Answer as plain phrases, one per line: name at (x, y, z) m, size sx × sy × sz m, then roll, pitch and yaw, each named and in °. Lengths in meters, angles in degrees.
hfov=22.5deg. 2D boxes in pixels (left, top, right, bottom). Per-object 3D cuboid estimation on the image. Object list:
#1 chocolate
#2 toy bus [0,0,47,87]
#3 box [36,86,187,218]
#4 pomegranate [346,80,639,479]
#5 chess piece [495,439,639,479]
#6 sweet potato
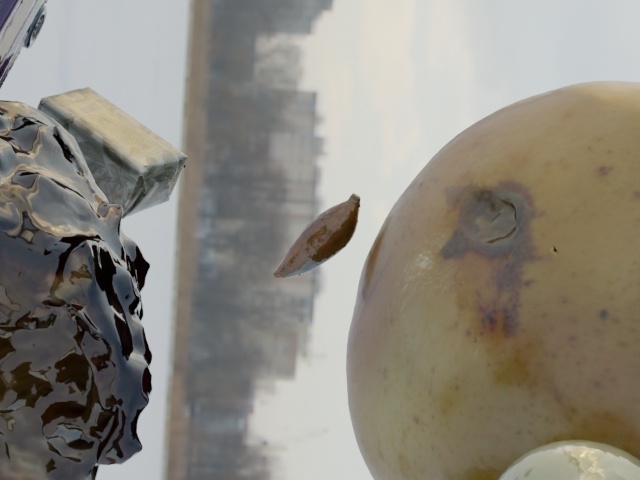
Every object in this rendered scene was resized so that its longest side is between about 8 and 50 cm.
chocolate at (-0.159, 0.056, 0.782) m, size 0.177 × 0.206 × 0.224 m, roll 30°, pitch -42°, yaw 47°
toy bus at (-0.224, -0.116, 0.953) m, size 0.098 × 0.087 × 0.178 m, roll 118°, pitch -4°, yaw -67°
box at (-0.145, -0.061, 1.088) m, size 0.062 × 0.098 × 0.045 m, roll -24°, pitch 146°, yaw -56°
pomegranate at (0.231, 0.086, 1.210) m, size 0.416 × 0.417 × 0.416 m, roll -177°, pitch -90°, yaw -85°
chess piece at (0.109, 0.228, 0.969) m, size 0.299 × 0.167 × 0.167 m, roll 124°, pitch -27°, yaw -50°
sweet potato at (0.000, 0.000, 1.285) m, size 0.095 × 0.034 × 0.034 m, roll -42°, pitch -164°, yaw 10°
